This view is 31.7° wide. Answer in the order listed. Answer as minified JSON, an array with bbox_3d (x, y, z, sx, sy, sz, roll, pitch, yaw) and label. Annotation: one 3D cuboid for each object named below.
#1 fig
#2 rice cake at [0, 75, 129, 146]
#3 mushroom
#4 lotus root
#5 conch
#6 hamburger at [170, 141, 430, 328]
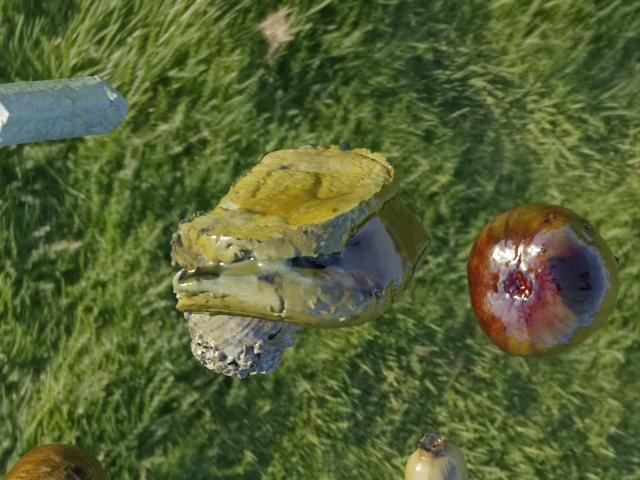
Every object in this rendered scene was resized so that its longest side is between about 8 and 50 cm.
[{"bbox_3d":[0.355,0.056,1.618,0.321,0.217,0.216,0,97,-49],"label":"fig"},{"bbox_3d":[-0.333,-0.162,1.402,0.206,0.069,0.063,-17,141,-47],"label":"rice cake"},{"bbox_3d":[-0.343,0.372,1.381,0.153,0.253,0.253,11,93,21],"label":"mushroom"},{"bbox_3d":[0.124,0.254,1.181,0.073,0.062,0.150,-39,134,-34],"label":"lotus root"},{"bbox_3d":[-0.107,0.095,1.516,0.178,0.163,0.245,-28,140,12],"label":"conch"},{"bbox_3d":[0.000,0.000,1.159,0.211,0.309,0.132,10,117,23],"label":"hamburger"}]
